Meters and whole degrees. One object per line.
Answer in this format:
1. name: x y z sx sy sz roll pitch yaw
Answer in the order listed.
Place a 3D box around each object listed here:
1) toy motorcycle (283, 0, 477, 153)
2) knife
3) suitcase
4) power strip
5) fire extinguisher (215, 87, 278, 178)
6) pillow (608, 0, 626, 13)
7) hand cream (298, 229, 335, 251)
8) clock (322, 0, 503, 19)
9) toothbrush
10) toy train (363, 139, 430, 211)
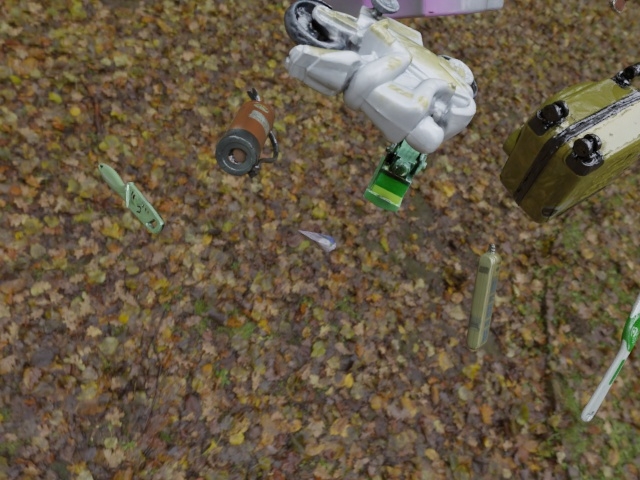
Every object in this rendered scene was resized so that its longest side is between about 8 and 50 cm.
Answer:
1. toy motorcycle: 0.071 -0.148 0.485 0.229 0.074 0.151 11 57 -29
2. knife: -0.331 -0.083 0.884 0.020 0.043 0.293 4 25 -44
3. suitcase: 0.404 -0.152 0.817 0.194 0.235 0.143 -28 68 -12
4. power strip: 0.581 0.198 1.816 0.066 0.387 0.092 14 16 37
5. fire extinguisher: -0.200 -0.294 1.496 0.113 0.200 0.376 -1 35 7
6. pillow: 0.725 -0.626 1.142 0.043 0.232 0.126 39 33 17
7. hand cream: 0.000 0.000 1.582 0.084 0.053 0.142 30 2 37
8. clock: 0.170 -0.436 0.879 0.339 0.102 0.338 -3 24 1
9. toothbrush: 0.471 0.145 0.788 0.030 0.030 0.303 22 98 -9
10. toy train: 0.234 -0.225 1.496 0.120 0.202 0.301 28 35 1
